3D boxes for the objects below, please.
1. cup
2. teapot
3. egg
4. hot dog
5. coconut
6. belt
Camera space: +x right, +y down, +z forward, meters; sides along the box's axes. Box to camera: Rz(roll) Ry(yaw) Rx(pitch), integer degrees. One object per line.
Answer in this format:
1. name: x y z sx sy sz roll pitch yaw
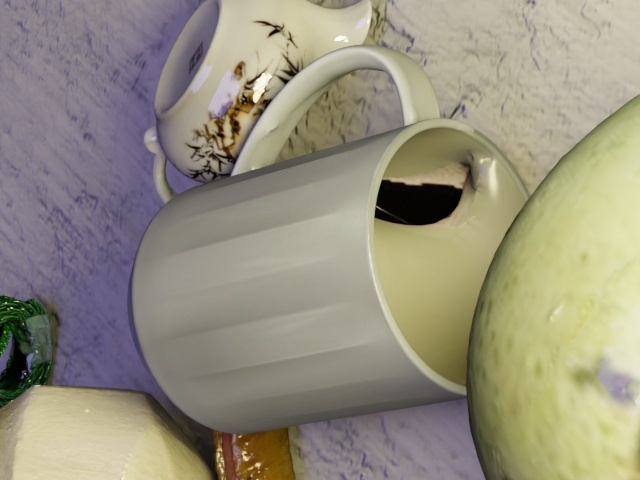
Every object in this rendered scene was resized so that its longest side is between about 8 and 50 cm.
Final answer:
1. cup: 0.000 0.000 1.447 0.327 0.237 0.322 -13 79 44
2. teapot: -0.081 -0.140 1.620 0.299 0.166 0.208 -61 32 36
3. egg: 0.289 0.059 1.081 0.428 0.345 0.345 -52 53 13
4. hot dog: -0.057 0.258 1.605 0.061 0.088 0.285 -17 81 45
5. coconut: -0.225 0.267 1.669 0.237 0.266 0.237 -169 90 -87
6. belt: -0.381 0.133 1.911 0.079 0.121 0.151 12 84 50
